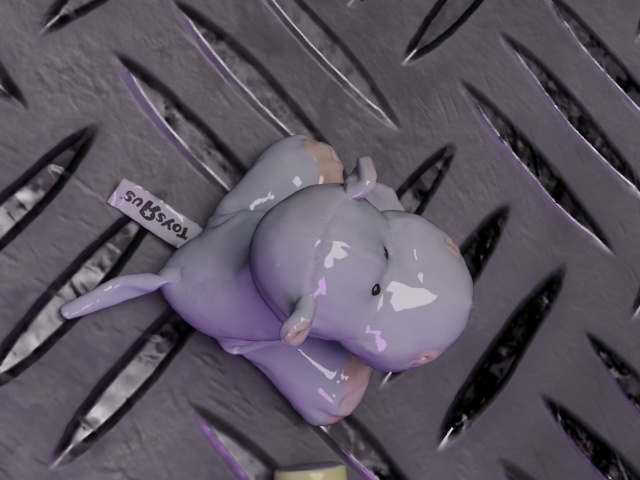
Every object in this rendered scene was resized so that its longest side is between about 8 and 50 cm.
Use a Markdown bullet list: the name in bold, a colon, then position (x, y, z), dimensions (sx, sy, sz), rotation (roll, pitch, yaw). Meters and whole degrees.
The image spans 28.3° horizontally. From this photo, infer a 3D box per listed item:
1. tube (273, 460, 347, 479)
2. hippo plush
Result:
- **tube**: position (0.000, 0.305, 1.040), dimensions (0.070, 0.062, 0.240), rotation (-7, 85, 15)
- **hippo plush**: position (0.000, 0.000, 1.004), dimensions (0.294, 0.236, 0.234), rotation (28, 67, -19)
